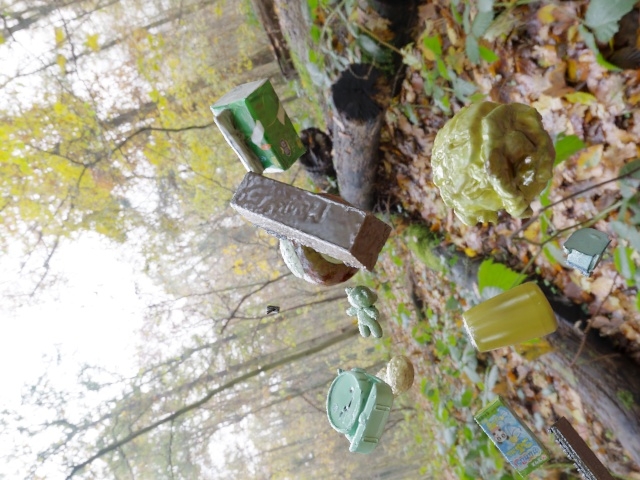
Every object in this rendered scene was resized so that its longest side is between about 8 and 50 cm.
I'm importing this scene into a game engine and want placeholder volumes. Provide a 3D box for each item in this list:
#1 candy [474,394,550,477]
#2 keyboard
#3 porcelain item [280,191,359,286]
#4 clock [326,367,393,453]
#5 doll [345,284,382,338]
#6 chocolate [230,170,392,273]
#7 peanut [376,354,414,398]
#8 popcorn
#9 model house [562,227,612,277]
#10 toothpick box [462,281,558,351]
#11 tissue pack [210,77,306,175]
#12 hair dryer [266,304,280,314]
[{"bbox_3d":[0.538,0.548,1.256,0.194,0.097,0.062,51,-167,22],"label":"candy"},{"bbox_3d":[0.424,0.362,0.668,0.060,0.018,0.195,-1,-131,-44],"label":"keyboard"},{"bbox_3d":[0.000,0.000,1.181,0.253,0.253,0.252,-19,-90,-86],"label":"porcelain item"},{"bbox_3d":[0.074,0.376,1.032,0.211,0.066,0.159,14,83,62],"label":"clock"},{"bbox_3d":[0.121,0.186,1.180,0.115,0.078,0.150,0,108,53],"label":"doll"},{"bbox_3d":[-0.034,-0.046,0.856,0.321,0.111,0.112,23,175,32],"label":"chocolate"},{"bbox_3d":[0.240,0.453,1.449,0.103,0.098,0.229,39,141,11],"label":"peanut"},{"bbox_3d":[0.379,-0.167,0.969,0.237,0.293,0.292,-36,71,63],"label":"popcorn"},{"bbox_3d":[0.920,0.055,1.551,0.120,0.148,0.148,26,142,39],"label":"model house"},{"bbox_3d":[0.610,0.262,1.468,0.175,0.272,0.175,58,-164,-26],"label":"toothpick box"},{"bbox_3d":[-0.169,-0.264,1.112,0.148,0.156,0.209,7,138,43],"label":"tissue pack"},{"bbox_3d":[-0.182,0.257,1.622,0.083,0.047,0.026,-19,-68,-75],"label":"hair dryer"}]
